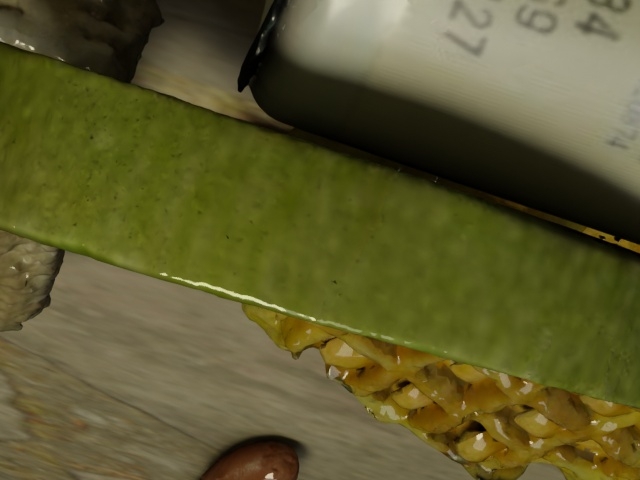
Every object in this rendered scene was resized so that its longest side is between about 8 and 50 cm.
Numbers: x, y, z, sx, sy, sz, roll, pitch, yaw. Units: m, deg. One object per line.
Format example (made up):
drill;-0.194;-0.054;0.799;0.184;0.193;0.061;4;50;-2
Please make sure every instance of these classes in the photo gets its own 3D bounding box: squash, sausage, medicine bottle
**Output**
squash;0.000;0.000;0.527;0.252;0.048;0.252;18;179;0
sausage;-0.056;0.156;1.046;0.043;0.043;0.186;20;151;-9
medicine bottle;0.120;-0.059;0.472;0.258;0.143;0.143;20;151;-7

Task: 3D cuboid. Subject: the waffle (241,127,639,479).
waffle;0.083;0.031;0.745;0.262;0.060;0.280;11;150;13

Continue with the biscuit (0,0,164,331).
biscuit;-0.138;-0.039;0.714;0.108;0.061;0.239;19;152;-9
